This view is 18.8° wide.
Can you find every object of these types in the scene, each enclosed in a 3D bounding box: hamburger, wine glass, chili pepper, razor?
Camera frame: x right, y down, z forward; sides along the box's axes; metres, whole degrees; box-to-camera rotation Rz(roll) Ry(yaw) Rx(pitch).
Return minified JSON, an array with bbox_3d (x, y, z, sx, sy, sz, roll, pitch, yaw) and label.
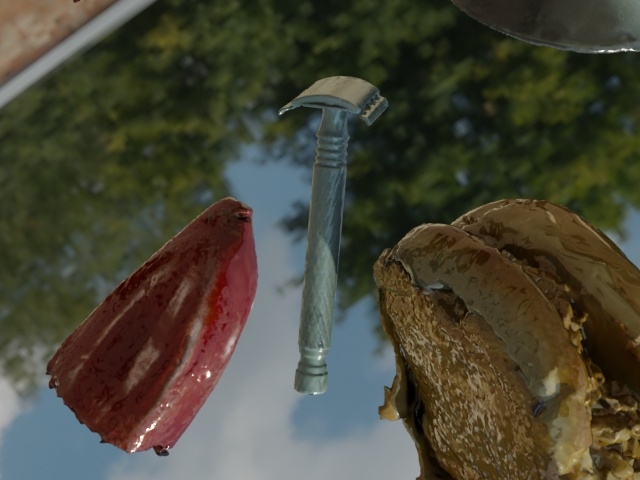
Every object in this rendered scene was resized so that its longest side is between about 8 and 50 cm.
[{"bbox_3d":[0.161,0.109,1.433,0.158,0.319,0.318,-28,-165,-23],"label":"hamburger"},{"bbox_3d":[0.253,-0.410,1.788,0.267,0.406,0.267,4,-147,-3],"label":"wine glass"},{"bbox_3d":[-0.135,0.076,1.797,0.253,0.136,0.144,-53,-165,10],"label":"chili pepper"},{"bbox_3d":[0.000,0.000,1.421,0.068,0.232,0.106,8,-168,8],"label":"razor"}]

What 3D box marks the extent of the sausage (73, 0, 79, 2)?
[{"bbox_3d":[-0.247,-0.315,1.719,0.029,0.223,0.029,-17,173,-2],"label":"sausage"}]
